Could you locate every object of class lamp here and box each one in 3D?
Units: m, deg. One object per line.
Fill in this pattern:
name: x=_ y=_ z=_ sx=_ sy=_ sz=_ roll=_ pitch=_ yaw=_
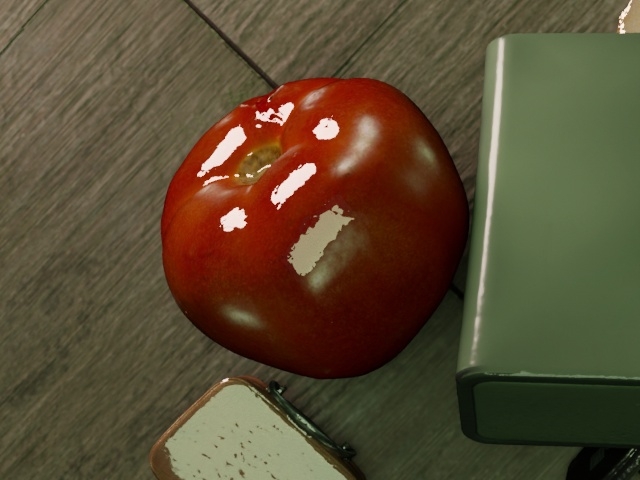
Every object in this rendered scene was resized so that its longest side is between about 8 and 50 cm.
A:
lamp: x=0.357 y=0.264 z=1.377 sx=0.283 sy=0.203 sz=0.124 roll=24 pitch=111 yaw=5

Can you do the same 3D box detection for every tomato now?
tomato: x=0.000 y=0.000 z=1.419 sx=0.299 sy=0.298 sz=0.226 roll=-34 pitch=124 yaw=6

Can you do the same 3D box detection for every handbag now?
handbag: x=-0.052 y=0.224 z=1.500 sx=0.193 sy=0.072 sz=0.151 roll=44 pitch=94 yaw=9

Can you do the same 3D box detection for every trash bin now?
trash bin: x=0.240 y=-0.007 z=1.362 sx=0.223 sy=0.158 sz=0.343 roll=2 pitch=65 yaw=9

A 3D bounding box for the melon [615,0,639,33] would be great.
melon: x=0.331 y=-0.218 z=1.468 sx=0.098 sy=0.054 sz=0.182 roll=21 pitch=91 yaw=15
